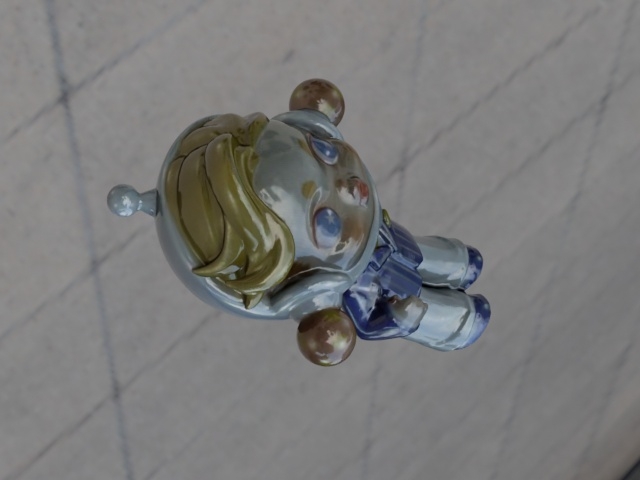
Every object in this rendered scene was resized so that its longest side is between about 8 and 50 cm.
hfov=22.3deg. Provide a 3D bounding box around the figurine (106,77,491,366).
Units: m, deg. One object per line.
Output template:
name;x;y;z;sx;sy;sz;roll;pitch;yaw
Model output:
figurine;0.002;-0.008;1.080;0.133;0.194;0.274;-23;169;35
